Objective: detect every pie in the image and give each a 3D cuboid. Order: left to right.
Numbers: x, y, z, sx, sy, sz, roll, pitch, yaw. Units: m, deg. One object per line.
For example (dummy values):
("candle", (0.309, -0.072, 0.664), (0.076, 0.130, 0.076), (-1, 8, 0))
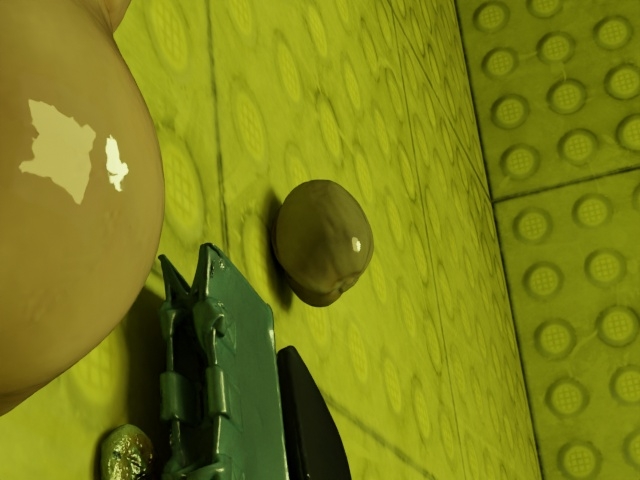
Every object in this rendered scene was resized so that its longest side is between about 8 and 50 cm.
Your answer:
("pie", (-0.123, 0.164, 0.784), (0.084, 0.021, 0.084), (-14, 90, -76))

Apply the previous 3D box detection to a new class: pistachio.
("pistachio", (0.000, 0.000, 1.242), (0.113, 0.113, 0.149), (61, 6, -45))

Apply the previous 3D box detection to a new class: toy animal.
("toy animal", (-0.160, -0.096, 0.491), (0.237, 0.269, 0.326), (6, 36, -32))

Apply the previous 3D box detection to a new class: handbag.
("handbag", (-0.075, 0.134, 0.874), (0.179, 0.062, 0.229), (60, 21, -63))

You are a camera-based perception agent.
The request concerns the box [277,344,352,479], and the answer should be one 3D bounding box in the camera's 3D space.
("box", (0.001, 0.223, 1.120), (0.212, 0.042, 0.201), (65, 10, -53))
